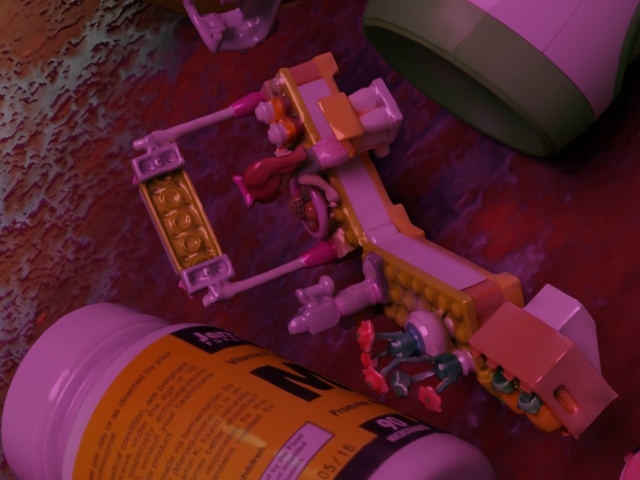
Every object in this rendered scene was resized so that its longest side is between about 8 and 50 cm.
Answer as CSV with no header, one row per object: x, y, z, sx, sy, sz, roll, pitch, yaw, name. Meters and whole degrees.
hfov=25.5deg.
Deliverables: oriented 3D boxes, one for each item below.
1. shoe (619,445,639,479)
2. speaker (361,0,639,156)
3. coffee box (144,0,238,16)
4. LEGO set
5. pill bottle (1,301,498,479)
0.160,0.072,0.555,0.081,0.063,0.178,-2,71,24,shoe
0.146,-0.188,0.650,0.131,0.131,0.296,33,87,37,speaker
-0.100,-0.362,0.680,0.338,0.338,0.334,-32,50,46,coffee box
0.000,0.000,0.621,0.107,0.132,0.287,-21,58,-19,LEGO set
-0.036,0.106,0.619,0.209,0.119,0.119,21,79,35,pill bottle
